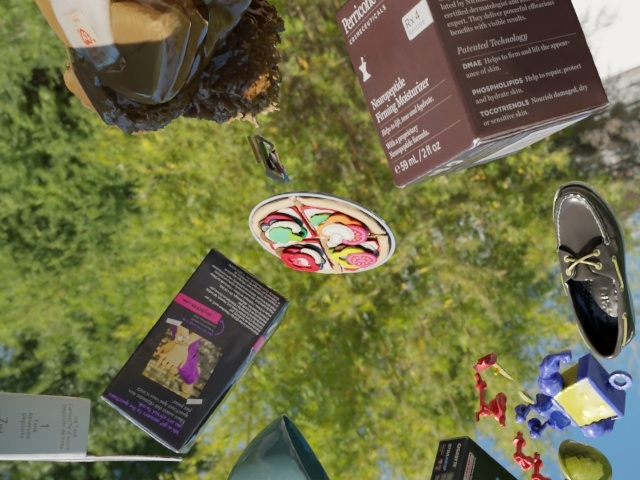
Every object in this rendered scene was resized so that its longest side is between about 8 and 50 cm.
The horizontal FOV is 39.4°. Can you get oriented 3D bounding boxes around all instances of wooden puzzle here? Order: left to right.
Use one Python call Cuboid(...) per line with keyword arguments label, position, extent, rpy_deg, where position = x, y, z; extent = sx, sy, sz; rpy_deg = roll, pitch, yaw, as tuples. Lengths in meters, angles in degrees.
Cuboid(label="wooden puzzle", position=(-0.081, -0.134, 1.465), extent=(0.014, 0.079, 0.116), rpy_deg=(-22, 169, 17))

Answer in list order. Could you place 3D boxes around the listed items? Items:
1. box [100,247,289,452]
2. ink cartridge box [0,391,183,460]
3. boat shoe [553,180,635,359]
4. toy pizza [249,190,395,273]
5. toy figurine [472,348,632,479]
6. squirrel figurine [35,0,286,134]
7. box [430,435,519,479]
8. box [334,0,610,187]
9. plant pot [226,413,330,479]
Cuboid(label="box", position=(-0.181, 0.170, 1.344), extent=(0.270, 0.143, 0.165), rpy_deg=(-54, 175, -13))
Cuboid(label="ink cartridge box", position=(-0.311, 0.187, 0.877), extent=(0.275, 0.060, 0.239), rpy_deg=(-11, 163, 39))
Cuboid(label="boat shoe", position=(0.342, 0.038, 1.117), extent=(0.081, 0.228, 0.068), rpy_deg=(-13, -164, 31))
Cuboid(label="toy pizza", position=(0.000, 0.000, 1.205), extent=(0.201, 0.201, 0.032), rpy_deg=(-16, -130, 40))
Cuboid(label="toy figurine", position=(0.454, 0.309, 1.531), extent=(0.217, 0.362, 0.191), rpy_deg=(-36, -166, 29))
Cuboid(label="squirrel figurine", position=(-0.143, -0.318, 1.106), extent=(0.370, 0.281, 0.397), rpy_deg=(-41, 162, -27))
Cuboid(label="box", position=(0.200, 0.393, 1.151), extent=(0.051, 0.175, 0.220), rpy_deg=(-21, -144, 42))
Cuboid(label="box", position=(0.146, -0.183, 0.898), extent=(0.167, 0.203, 0.168), rpy_deg=(-18, 175, -24))
Cuboid(label="plant pot", position=(-0.084, 0.524, 1.791), extent=(0.195, 0.290, 0.290), rpy_deg=(-32, -169, -1))
